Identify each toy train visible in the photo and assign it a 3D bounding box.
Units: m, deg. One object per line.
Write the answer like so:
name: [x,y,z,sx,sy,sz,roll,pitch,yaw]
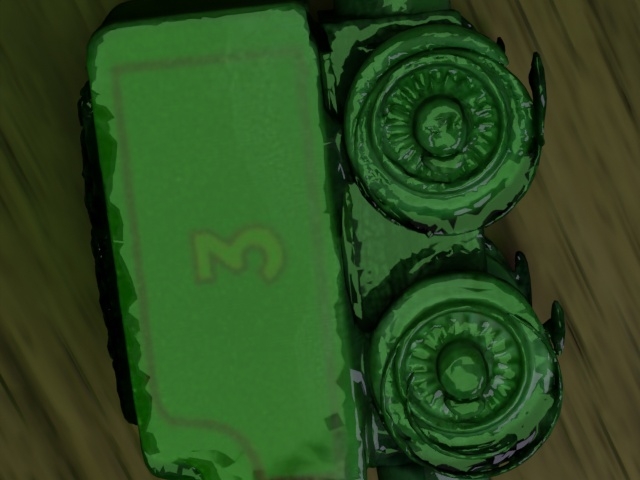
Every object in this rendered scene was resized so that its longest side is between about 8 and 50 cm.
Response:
toy train: [0.000,0.000,0.794,0.188,0.132,0.243,-7,103,1]
